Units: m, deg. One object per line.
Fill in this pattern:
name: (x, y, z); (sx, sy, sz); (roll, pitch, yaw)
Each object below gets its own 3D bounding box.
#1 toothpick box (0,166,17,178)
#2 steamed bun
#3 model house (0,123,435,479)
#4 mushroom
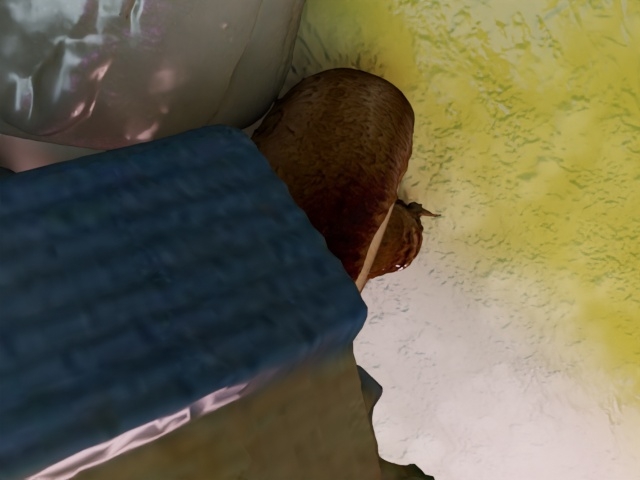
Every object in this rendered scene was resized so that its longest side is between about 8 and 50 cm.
toothpick box: (-0.466, -0.016, 0.861); (0.354, 0.263, 0.263); (28, 120, -9)
steamed bun: (-0.202, -0.205, 0.726); (0.383, 0.236, 0.247); (13, 121, -2)
model house: (-0.168, 0.099, 0.636); (0.382, 0.334, 0.343); (-2, 104, 50)
mushroom: (-0.010, -0.007, 0.829); (0.163, 0.278, 0.297); (29, 111, 16)
